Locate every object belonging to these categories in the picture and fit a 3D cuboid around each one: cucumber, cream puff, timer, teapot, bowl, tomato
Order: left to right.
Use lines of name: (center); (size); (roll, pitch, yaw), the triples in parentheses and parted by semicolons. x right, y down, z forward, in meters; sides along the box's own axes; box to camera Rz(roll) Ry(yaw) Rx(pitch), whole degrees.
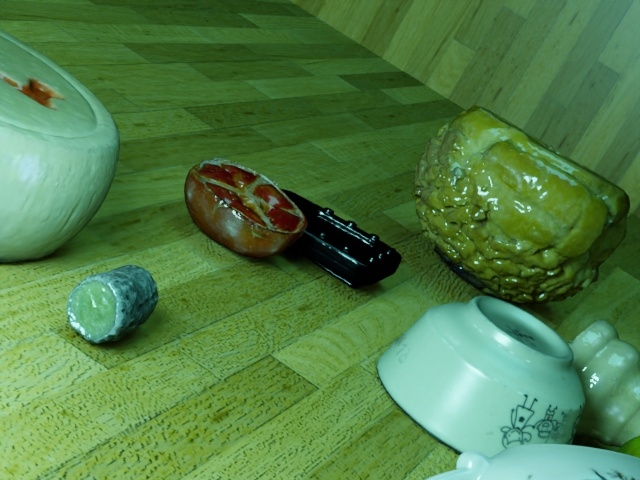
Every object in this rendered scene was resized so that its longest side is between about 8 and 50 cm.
cucumber: (-0.185, 0.056, 1.355); (0.064, 0.064, 0.112); (33, 13, 9)
tomato: (-0.095, -0.029, 1.752); (0.156, 0.069, 0.155); (27, 23, -12)
timer: (0.000, 0.000, 1.869); (0.187, 0.055, 0.144); (30, 15, 14)
bowl: (0.190, 0.145, 1.627); (0.238, 0.126, 0.237); (26, 17, -9)
cream puff: (0.277, -0.034, 2.124); (0.327, 0.231, 0.343); (30, 9, -17)
teapot: (0.195, 0.254, 1.269); (0.300, 0.165, 0.208); (5, -4, -22)

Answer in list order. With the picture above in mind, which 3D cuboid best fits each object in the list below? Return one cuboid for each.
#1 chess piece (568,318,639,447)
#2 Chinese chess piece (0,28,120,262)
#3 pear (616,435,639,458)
chess piece: (0.381, 0.222, 1.731); (0.261, 0.142, 0.143); (41, 19, 18)
Chinese chess piece: (-0.360, -0.116, 1.433); (0.338, 0.140, 0.338); (27, 17, -9)
pear: (0.407, 0.271, 1.399); (0.282, 0.286, 0.176); (30, 35, 1)
